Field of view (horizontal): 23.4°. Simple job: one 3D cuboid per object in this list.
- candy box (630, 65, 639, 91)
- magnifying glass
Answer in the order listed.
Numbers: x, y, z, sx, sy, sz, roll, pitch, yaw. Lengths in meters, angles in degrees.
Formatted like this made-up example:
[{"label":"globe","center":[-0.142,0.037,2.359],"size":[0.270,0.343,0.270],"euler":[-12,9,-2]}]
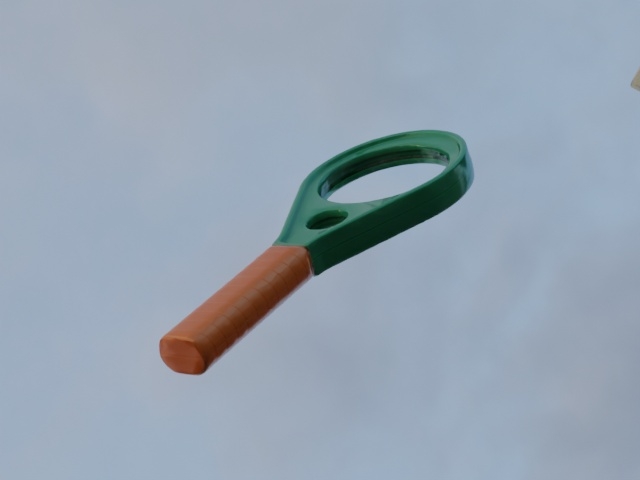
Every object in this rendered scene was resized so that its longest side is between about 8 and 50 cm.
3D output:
[{"label":"candy box","center":[0.238,-0.147,0.875],"size":[0.109,0.053,0.186],"euler":[-58,-8,-11]},{"label":"magnifying glass","center":[0.000,0.000,0.791],"size":[0.231,0.092,0.026],"euler":[-38,-59,-44]}]
